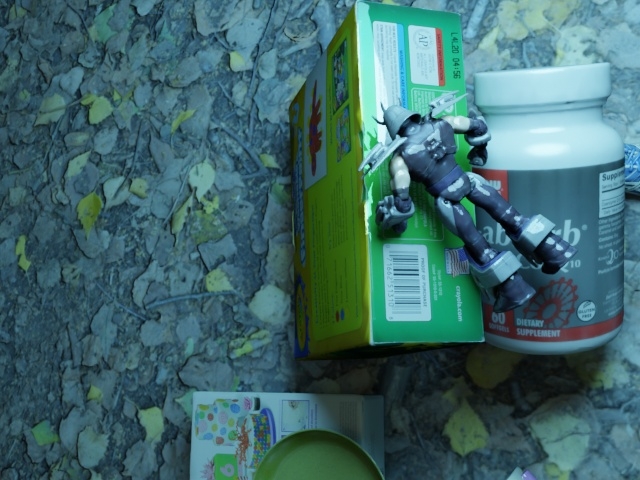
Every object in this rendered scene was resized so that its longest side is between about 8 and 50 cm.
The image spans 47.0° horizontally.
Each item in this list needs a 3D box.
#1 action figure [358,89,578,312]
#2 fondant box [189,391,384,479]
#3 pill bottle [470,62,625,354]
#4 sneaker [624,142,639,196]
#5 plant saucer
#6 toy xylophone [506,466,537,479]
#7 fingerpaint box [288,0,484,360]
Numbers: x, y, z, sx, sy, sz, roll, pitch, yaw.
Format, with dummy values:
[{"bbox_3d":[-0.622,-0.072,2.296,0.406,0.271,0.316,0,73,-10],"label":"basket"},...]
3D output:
[{"bbox_3d":[0.159,-0.053,0.863,0.185,0.099,0.285,-40,89,-6],"label":"action figure"},{"bbox_3d":[-0.060,0.375,1.228,0.330,0.096,0.239,-5,79,25],"label":"fondant box"},{"bbox_3d":[0.299,-0.048,0.995,0.210,0.210,0.363,1,105,27],"label":"pill bottle"},{"bbox_3d":[0.458,-0.100,1.061,0.211,0.081,0.080,-4,78,27],"label":"sneaker"},{"bbox_3d":[0.003,0.408,1.116,0.240,0.037,0.241,-5,79,25],"label":"plant saucer"},{"bbox_3d":[0.228,0.489,1.027,0.322,0.081,0.236,-35,71,2],"label":"toy xylophone"},{"bbox_3d":[0.076,-0.055,1.088,0.163,0.371,0.445,2,77,-16],"label":"fingerpaint box"}]
